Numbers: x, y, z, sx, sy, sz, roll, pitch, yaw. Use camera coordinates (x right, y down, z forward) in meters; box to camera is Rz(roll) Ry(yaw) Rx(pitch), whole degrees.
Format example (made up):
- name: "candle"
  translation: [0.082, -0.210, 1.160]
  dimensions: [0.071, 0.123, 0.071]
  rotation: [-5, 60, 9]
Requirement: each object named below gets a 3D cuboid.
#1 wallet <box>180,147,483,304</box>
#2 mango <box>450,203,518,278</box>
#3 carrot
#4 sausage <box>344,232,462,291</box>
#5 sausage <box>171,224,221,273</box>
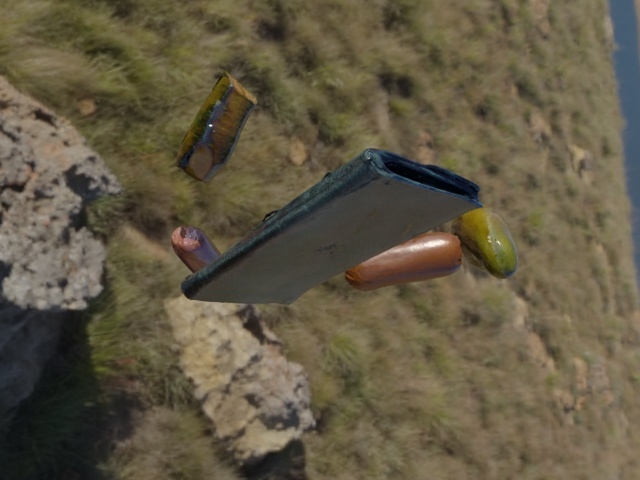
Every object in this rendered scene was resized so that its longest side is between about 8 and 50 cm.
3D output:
- name: "wallet"
  translation: [0.000, 0.000, 1.007]
  dimensions: [0.190, 0.379, 0.046]
  rotation: [11, 60, -40]
- name: "mango"
  translation: [0.292, 0.002, 1.446]
  dimensions: [0.136, 0.099, 0.227]
  rotation: [61, 5, -14]
- name: "carrot"
  translation: [-0.163, -0.176, 1.301]
  dimensions: [0.082, 0.082, 0.173]
  rotation: [29, 90, -52]
- name: "sausage"
  translation: [0.134, 0.034, 1.355]
  dimensions: [0.076, 0.197, 0.076]
  rotation: [-11, 90, -86]
- name: "sausage"
  translation: [-0.208, 0.025, 1.425]
  dimensions: [0.154, 0.062, 0.062]
  rotation: [64, 29, -62]
